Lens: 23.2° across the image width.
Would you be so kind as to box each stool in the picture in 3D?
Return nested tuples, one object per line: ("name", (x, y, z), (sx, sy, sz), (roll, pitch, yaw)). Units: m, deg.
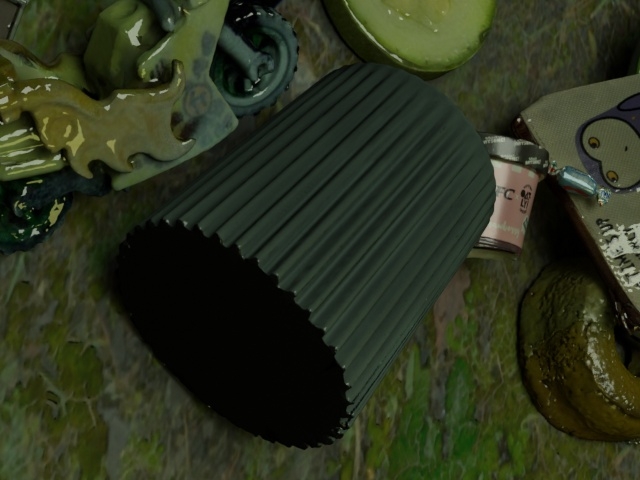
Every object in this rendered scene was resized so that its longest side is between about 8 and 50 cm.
("stool", (0.000, 0.000, 1.639), (0.297, 0.297, 0.330), (51, 55, -12))

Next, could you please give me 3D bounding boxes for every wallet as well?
("wallet", (0.405, -0.062, 1.908), (0.274, 0.068, 0.335), (-22, 72, -17))

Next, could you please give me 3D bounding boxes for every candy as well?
("candy", (0.307, -0.067, 1.858), (0.083, 0.020, 0.030), (25, 70, -6))

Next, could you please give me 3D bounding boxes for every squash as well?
("squash", (0.109, -0.323, 1.913), (0.252, 0.049, 0.252), (8, 74, -30))

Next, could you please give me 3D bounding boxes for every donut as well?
("donut", (0.383, 0.132, 1.947), (0.272, 0.107, 0.272), (7, 76, -32))

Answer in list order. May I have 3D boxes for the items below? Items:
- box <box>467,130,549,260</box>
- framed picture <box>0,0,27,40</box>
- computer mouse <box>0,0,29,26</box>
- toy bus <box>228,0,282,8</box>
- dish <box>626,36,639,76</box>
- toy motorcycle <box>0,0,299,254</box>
("box", (0.186, -0.049, 1.845), (0.151, 0.151, 0.135), (15, 81, -28))
("framed picture", (-0.372, -0.192, 1.575), (0.109, 0.011, 0.149), (20, 93, -27))
("computer mouse", (-0.337, -0.272, 1.625), (0.089, 0.056, 0.182), (43, 60, -22))
("toy bus", (-0.160, -0.354, 1.706), (0.292, 0.125, 0.133), (23, 48, -27))
("dish", (0.537, -0.191, 2.090), (0.324, 0.124, 0.324), (-1, 92, -17))
("toy motorcycle", (-0.208, -0.159, 1.580), (0.410, 0.168, 0.237), (-34, 127, -19))
